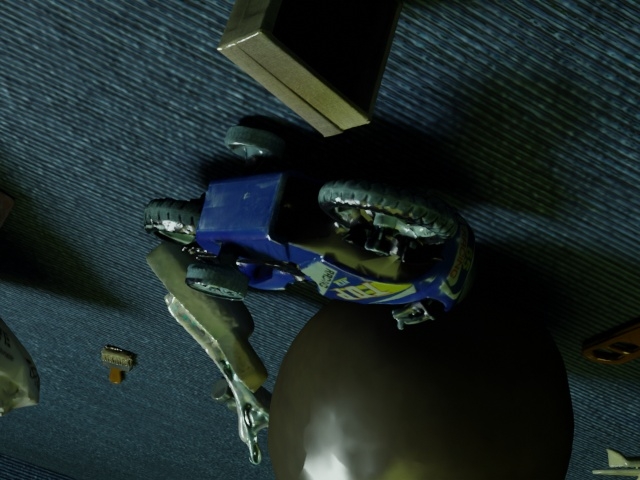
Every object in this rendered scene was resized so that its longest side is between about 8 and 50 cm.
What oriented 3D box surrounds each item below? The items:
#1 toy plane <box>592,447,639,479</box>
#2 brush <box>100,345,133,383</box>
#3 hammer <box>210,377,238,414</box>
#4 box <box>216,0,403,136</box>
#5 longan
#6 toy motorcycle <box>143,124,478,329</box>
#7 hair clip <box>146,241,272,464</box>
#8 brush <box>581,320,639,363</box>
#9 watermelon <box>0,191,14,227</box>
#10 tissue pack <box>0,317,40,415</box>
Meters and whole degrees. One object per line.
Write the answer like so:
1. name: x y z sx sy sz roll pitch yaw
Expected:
1. toy plane: 0.392 0.214 0.936 0.242 0.104 0.256 14 167 -32
2. brush: -0.277 0.173 1.363 0.043 0.014 0.170 17 158 -6
3. hammer: 0.005 0.211 1.243 0.288 0.033 0.111 -2 150 34
4. box: -0.001 -0.105 0.498 0.035 0.079 0.083 -12 144 45
5. longan: 0.082 0.146 0.808 0.258 0.258 0.258 14 156 6
6. toy motorcycle: 0.000 0.000 0.698 0.169 0.113 0.315 21 167 -34
7. hair clip: -0.086 0.096 0.901 0.218 0.071 0.159 59 175 -11
8. brush: 0.282 0.054 0.748 0.090 0.017 0.314 20 157 -9
9. watermelon: -0.315 -0.019 0.902 0.072 0.092 0.084 -35 149 9
10. tissue pack: -0.488 0.042 0.968 0.390 0.195 0.375 24 162 14
